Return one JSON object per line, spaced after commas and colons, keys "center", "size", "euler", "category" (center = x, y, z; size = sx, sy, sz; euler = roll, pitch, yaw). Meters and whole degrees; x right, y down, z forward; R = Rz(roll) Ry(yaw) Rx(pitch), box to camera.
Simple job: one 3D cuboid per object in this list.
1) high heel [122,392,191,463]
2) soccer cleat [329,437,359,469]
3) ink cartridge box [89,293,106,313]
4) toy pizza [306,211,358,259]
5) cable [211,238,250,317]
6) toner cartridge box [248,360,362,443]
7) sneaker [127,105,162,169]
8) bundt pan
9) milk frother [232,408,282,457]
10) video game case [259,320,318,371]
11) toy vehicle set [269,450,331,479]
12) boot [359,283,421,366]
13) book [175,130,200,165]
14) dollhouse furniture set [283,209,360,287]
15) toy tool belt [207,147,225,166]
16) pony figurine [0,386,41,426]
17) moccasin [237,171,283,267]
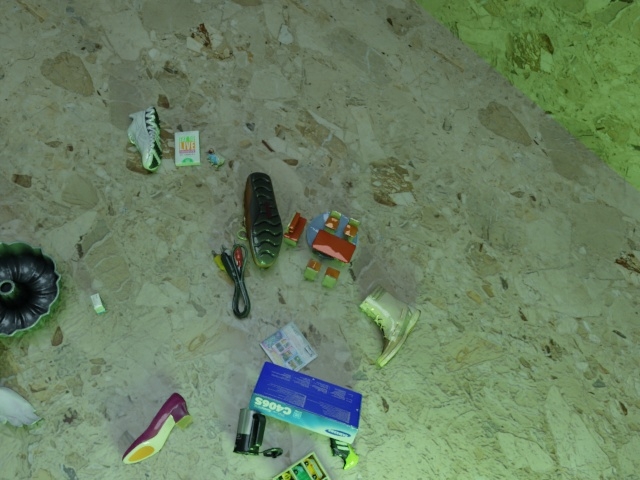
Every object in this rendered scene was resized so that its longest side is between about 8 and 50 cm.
{"center": [-0.528, 0.590, 1.719], "size": [0.244, 0.082, 0.117], "euler": [-40, 45, -9], "category": "high heel"}
{"center": [0.055, 0.660, 1.779], "size": [0.072, 0.060, 0.179], "euler": [-30, 76, -17], "category": "soccer cleat"}
{"center": [-0.750, 0.211, 1.834], "size": [0.028, 0.083, 0.048], "euler": [-21, 71, -17], "category": "ink cartridge box"}
{"center": [0.046, -0.015, 2.097], "size": [0.201, 0.032, 0.201], "euler": [3, 67, -7], "category": "toy pizza"}
{"center": [-0.290, 0.129, 1.953], "size": [0.139, 0.072, 0.287], "euler": [-26, 78, 10], "category": "cable"}
{"center": [-0.044, 0.522, 1.767], "size": [0.348, 0.075, 0.165], "euler": [19, 27, 1], "category": "toner cartridge box"}
{"center": [-0.685, -0.390, 2.115], "size": [0.118, 0.110, 0.292], "euler": [-9, 59, -5], "category": "sneaker"}
{"center": [-1.012, 0.173, 1.786], "size": [0.331, 0.124, 0.330], "euler": [4, 65, -9], "category": "bundt pan"}
{"center": [-0.192, 0.620, 1.745], "size": [0.143, 0.129, 0.134], "euler": [33, 55, -43], "category": "milk frother"}
{"center": [-0.110, 0.382, 1.899], "size": [0.143, 0.019, 0.157], "euler": [-33, 76, -21], "category": "video game case"}
{"center": [-0.020, 0.813, 1.682], "size": [0.166, 0.035, 0.267], "euler": [-22, 70, -36], "category": "toy vehicle set"}
{"center": [0.217, 0.300, 1.947], "size": [0.203, 0.095, 0.262], "euler": [34, 63, 6], "category": "boot"}
{"center": [-0.528, -0.364, 2.164], "size": [0.096, 0.035, 0.144], "euler": [-5, 68, -7], "category": "book"}
{"center": [0.000, 0.000, 1.991], "size": [0.259, 0.135, 0.262], "euler": [23, 66, 2], "category": "dollhouse furniture set"}
{"center": [-0.422, -0.326, 2.151], "size": [0.083, 0.052, 0.051], "euler": [40, 58, 10], "category": "toy tool belt"}
{"center": [-1.058, 0.477, 1.582], "size": [0.363, 0.303, 0.351], "euler": [-44, 76, -6], "category": "pony figurine"}
{"center": [-0.232, -0.069, 2.027], "size": [0.139, 0.147, 0.380], "euler": [-2, 61, -28], "category": "moccasin"}
